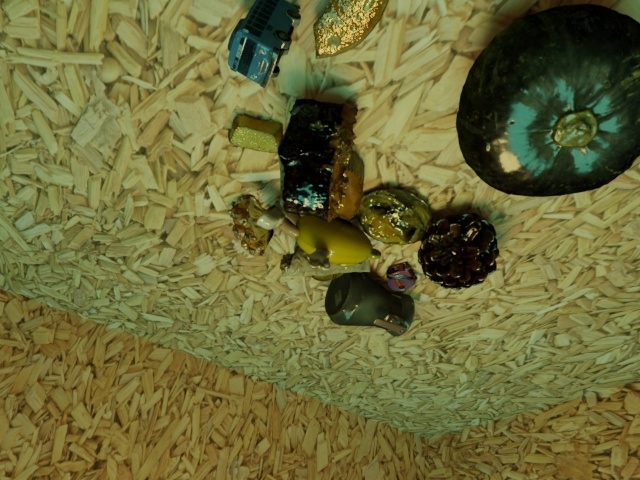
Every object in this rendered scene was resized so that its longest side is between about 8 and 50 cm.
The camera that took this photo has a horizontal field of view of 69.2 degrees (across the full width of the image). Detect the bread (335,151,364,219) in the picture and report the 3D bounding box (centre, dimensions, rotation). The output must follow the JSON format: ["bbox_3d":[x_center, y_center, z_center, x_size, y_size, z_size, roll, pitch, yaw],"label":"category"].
[{"bbox_3d":[0.057,-0.181,1.556,0.178,0.133,0.250,3,142,4],"label":"bread"}]

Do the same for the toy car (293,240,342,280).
[{"bbox_3d":[-0.001,0.082,1.884,0.200,0.143,0.248,-25,129,37],"label":"toy car"}]

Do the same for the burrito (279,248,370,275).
[{"bbox_3d":[0.024,0.076,1.765,0.391,0.117,0.076,-2,161,-28],"label":"burrito"}]

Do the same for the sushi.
[{"bbox_3d":[-0.011,-0.236,1.332,0.207,0.349,0.234,9,-178,8],"label":"sushi"}]

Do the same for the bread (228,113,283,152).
[{"bbox_3d":[-0.208,-0.338,1.481,0.187,0.066,0.103,15,147,-3],"label":"bread"}]

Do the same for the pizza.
[{"bbox_3d":[0.068,-0.550,1.153,0.134,0.056,0.271,25,141,-21],"label":"pizza"}]

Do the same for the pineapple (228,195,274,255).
[{"bbox_3d":[-0.257,-0.054,1.781,0.114,0.186,0.237,-17,90,36],"label":"pineapple"}]

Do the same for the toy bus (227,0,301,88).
[{"bbox_3d":[-0.138,-0.493,1.130,0.133,0.234,0.116,24,140,-12],"label":"toy bus"}]

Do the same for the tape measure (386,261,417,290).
[{"bbox_3d":[0.340,0.154,1.949,0.125,0.074,0.118,-16,129,23],"label":"tape measure"}]

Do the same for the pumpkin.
[{"bbox_3d":[0.547,-0.313,1.103,0.453,0.344,0.455,3,125,5],"label":"pumpkin"}]

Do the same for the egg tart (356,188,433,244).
[{"bbox_3d":[0.258,-0.066,1.661,0.296,0.132,0.297,11,141,9],"label":"egg tart"}]

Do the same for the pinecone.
[{"bbox_3d":[0.488,0.045,1.633,0.298,0.242,0.296,-38,153,16],"label":"pinecone"}]

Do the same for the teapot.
[{"bbox_3d":[0.220,0.281,1.981,0.343,0.300,0.254,21,106,-23],"label":"teapot"}]

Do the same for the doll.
[{"bbox_3d":[-0.024,-0.021,1.644,0.423,0.348,0.161,36,120,23],"label":"doll"}]
